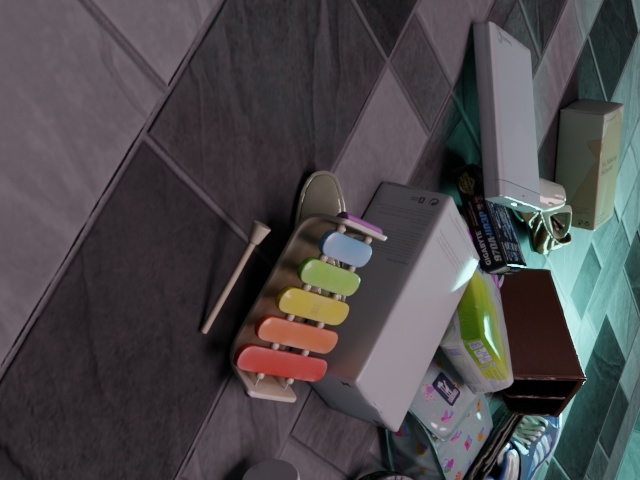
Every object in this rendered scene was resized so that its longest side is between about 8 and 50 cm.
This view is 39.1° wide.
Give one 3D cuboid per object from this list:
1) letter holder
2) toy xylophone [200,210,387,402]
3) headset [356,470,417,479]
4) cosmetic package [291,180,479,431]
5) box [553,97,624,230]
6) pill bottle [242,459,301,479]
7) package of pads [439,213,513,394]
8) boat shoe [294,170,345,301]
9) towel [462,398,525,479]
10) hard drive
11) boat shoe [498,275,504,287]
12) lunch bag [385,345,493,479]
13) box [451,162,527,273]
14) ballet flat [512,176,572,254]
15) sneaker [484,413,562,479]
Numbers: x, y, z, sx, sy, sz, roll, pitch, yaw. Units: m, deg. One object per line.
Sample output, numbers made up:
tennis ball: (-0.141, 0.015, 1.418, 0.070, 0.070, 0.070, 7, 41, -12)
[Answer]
letter holder: (0.419, 0.218, 1.987, 0.152, 0.214, 0.302, 106, -17, -46)
toy xylophone: (-0.045, 0.092, 1.356, 0.236, 0.081, 0.322, 9, 109, -48)
headset: (0.163, 0.650, 1.757, 0.243, 0.185, 0.394, -21, 99, -27)
cosmetic package: (0.122, 0.116, 1.604, 0.385, 0.156, 0.217, -58, 142, -22)
box: (0.693, -0.199, 2.340, 0.148, 0.121, 0.311, -29, 125, -46)
pill bottle: (-0.066, 0.489, 1.471, 0.146, 0.146, 0.264, -36, 129, -44)
package of pads: (0.296, 0.132, 1.799, 0.229, 0.101, 0.296, 52, 29, -46)
boat shoe: (0.000, 0.000, 1.472, 0.079, 0.084, 0.233, -100, -172, -79)
towel: (0.350, 0.492, 2.046, 0.312, 0.056, 0.324, -43, 167, -37)
hard drive: (0.387, -0.246, 1.855, 0.233, 0.047, 0.353, 10, 76, -56)
boat shoe: (0.380, 0.027, 1.990, 0.183, 0.065, 0.083, -70, 164, -45)
lunch bag: (0.236, 0.356, 1.851, 0.223, 0.160, 0.262, -43, 128, -41)
box: (0.348, -0.040, 1.846, 0.175, 0.051, 0.220, 7, 64, -65)
ballet flat: (0.527, -0.072, 2.134, 0.342, 0.124, 0.116, 52, 35, -49)
sneaker: (0.514, 0.517, 2.329, 0.323, 0.130, 0.236, -61, 147, -10)
